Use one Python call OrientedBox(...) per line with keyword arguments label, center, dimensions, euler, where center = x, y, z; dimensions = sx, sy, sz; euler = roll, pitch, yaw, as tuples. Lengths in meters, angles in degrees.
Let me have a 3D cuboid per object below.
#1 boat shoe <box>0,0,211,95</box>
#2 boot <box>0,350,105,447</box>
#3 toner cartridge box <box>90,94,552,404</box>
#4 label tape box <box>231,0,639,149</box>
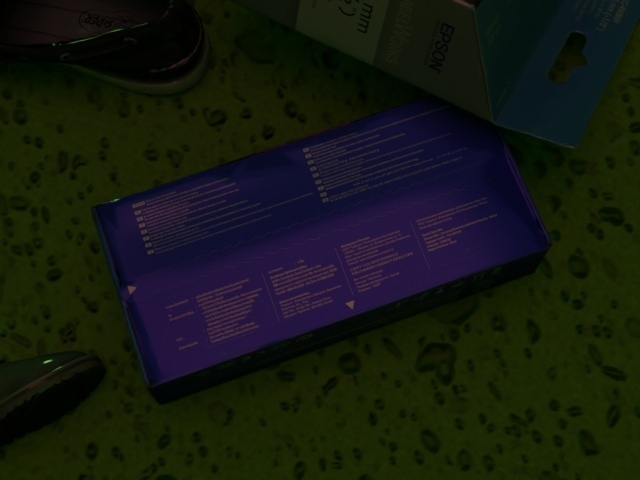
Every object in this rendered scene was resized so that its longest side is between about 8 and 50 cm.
OrientedBox(label="boat shoe", center=(-0.270, -0.216, 0.997), dimensions=(0.339, 0.113, 0.127), euler=(17, 72, 6))
OrientedBox(label="boot", center=(-0.303, 0.073, 0.927), dimensions=(0.189, 0.076, 0.209), euler=(-26, 66, -11))
OrientedBox(label="toner cartridge box", center=(0.000, 0.000, 0.942), dimensions=(0.347, 0.075, 0.165), euler=(-18, 71, -7))
OrientedBox(label="label tape box", center=(0.111, -0.251, 0.969), dimensions=(0.347, 0.115, 0.249), euler=(26, 50, 11))
